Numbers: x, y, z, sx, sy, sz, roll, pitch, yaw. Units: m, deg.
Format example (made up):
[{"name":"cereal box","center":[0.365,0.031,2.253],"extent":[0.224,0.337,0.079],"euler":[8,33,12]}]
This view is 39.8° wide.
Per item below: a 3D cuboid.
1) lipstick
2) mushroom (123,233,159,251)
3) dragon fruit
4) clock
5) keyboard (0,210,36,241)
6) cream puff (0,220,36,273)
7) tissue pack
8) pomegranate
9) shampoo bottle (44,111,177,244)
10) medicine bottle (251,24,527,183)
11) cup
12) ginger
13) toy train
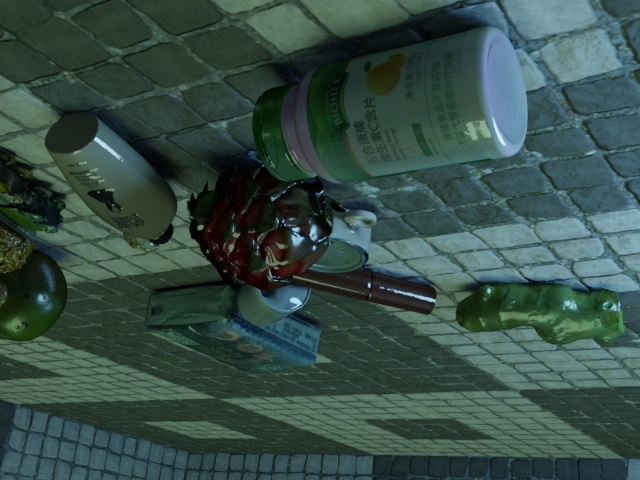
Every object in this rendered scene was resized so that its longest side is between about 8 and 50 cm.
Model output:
[{"name":"lipstick","center":[0.034,0.067,1.537],"extent":[0.357,0.057,0.057],"euler":[15,157,-18]},{"name":"mushroom","center":[-0.268,-0.040,1.370],"extent":[0.059,0.054,0.202],"euler":[6,153,-16]},{"name":"dragon fruit","center":[-0.076,-0.020,1.202],"extent":[0.189,0.182,0.182],"euler":[0,158,20]},{"name":"clock","center":[0.000,0.000,1.371],"extent":[0.156,0.063,0.229],"euler":[21,153,-35]},{"name":"keyboard","center":[-0.496,-0.055,1.389],"extent":[0.014,0.055,0.176],"euler":[-10,155,11]},{"name":"cream puff","center":[-0.547,0.002,1.481],"extent":[0.126,0.103,0.144],"euler":[18,150,-25]},{"name":"tissue pack","center":[-0.179,0.188,1.844],"extent":[0.228,0.103,0.316],"euler":[-7,154,35]},{"name":"pomegranate","center":[-0.566,0.096,1.597],"extent":[0.182,0.181,0.224],"euler":[2,177,11]},{"name":"shampoo bottle","center":[-0.275,-0.073,1.218],"extent":[0.127,0.078,0.257],"euler":[-9,149,17]},{"name":"medicine bottle","center":[0.066,-0.132,0.925],"extent":[0.274,0.133,0.133],"euler":[-7,154,32]},{"name":"cup","center":[-0.068,0.099,1.589],"extent":[0.136,0.099,0.133],"euler":[15,156,-17]},{"name":"ginger","center":[0.385,0.131,1.541],"extent":[0.290,0.089,0.137],"euler":[5,153,3]},{"name":"toy train","center":[-0.459,-0.071,1.330],"extent":[0.081,0.060,0.202],"euler":[6,158,18]}]
